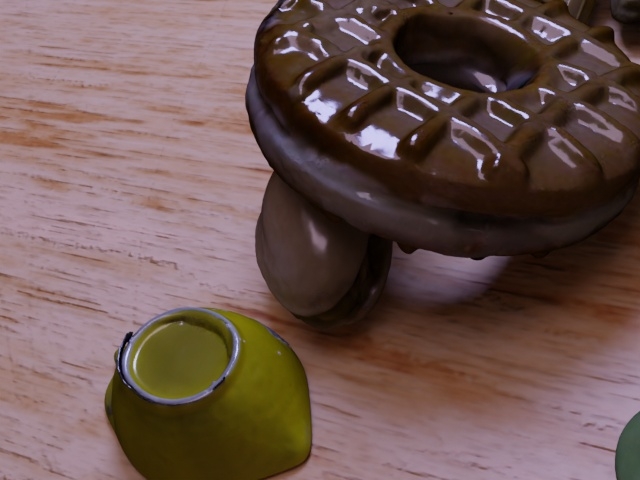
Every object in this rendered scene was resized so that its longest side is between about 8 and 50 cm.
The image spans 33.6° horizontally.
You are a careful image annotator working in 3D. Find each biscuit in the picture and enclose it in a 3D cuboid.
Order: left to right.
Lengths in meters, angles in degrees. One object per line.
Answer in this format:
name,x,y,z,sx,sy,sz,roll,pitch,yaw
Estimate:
biscuit,0.101,-0.110,0.828,0.331,0.103,0.332,7,40,-6

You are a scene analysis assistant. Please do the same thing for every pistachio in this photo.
pistachio,0.000,0.000,0.837,0.113,0.113,0.149,-10,51,12

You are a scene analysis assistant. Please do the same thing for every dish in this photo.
dish,-0.098,0.103,0.801,0.207,0.080,0.149,20,58,33

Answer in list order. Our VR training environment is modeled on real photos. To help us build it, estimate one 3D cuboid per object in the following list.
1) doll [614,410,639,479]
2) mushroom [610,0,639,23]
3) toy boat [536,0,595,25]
doll,0.312,0.052,0.617,0.322,0.186,0.198,-58,21,-9
mushroom,0.363,-0.296,0.914,0.217,0.212,0.292,9,62,26
toy boat,0.220,-0.265,0.969,0.057,0.077,0.201,8,79,68
